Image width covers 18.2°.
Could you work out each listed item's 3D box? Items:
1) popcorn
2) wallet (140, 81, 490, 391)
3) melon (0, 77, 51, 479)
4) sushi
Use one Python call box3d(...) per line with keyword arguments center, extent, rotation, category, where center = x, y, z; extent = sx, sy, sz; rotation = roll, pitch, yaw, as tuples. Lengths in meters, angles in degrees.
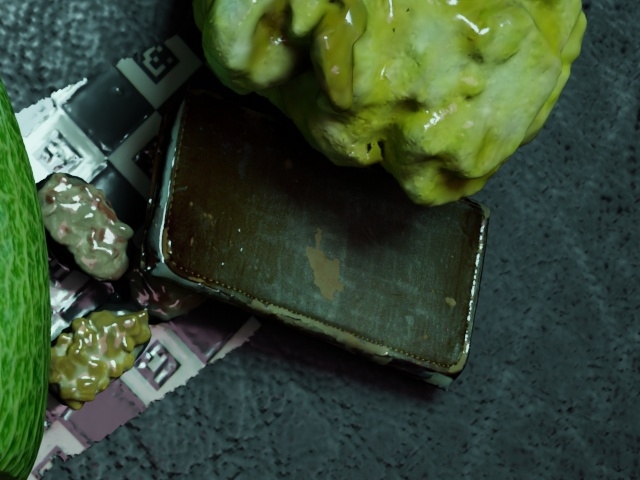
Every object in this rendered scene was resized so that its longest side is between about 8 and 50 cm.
box3d(center=(0.040, -0.142, 1.118), extent=(0.233, 0.192, 0.266), rotation=(45, 35, 9), category="popcorn")
box3d(center=(0.000, 0.000, 1.167), extent=(0.232, 0.031, 0.122), rotation=(22, 66, -31), category="wallet")
box3d(center=(-0.262, -0.055, 0.965), extent=(0.331, 0.226, 0.344), rotation=(16, 68, -56), category="melon")
box3d(center=(-0.129, 0.013, 1.120), extent=(0.279, 0.043, 0.193), rotation=(-30, 96, -25), category="sushi")
